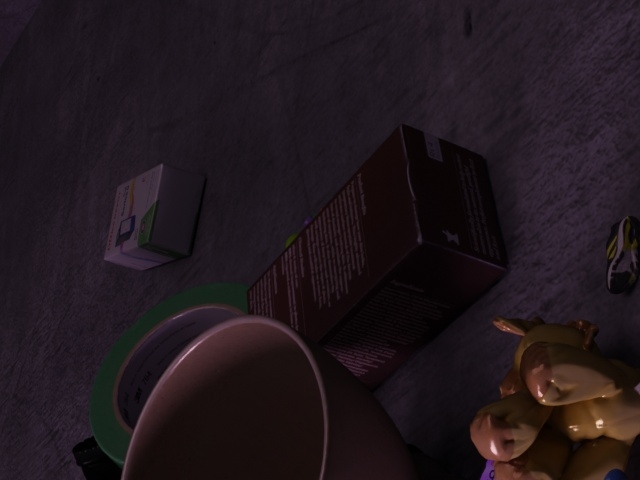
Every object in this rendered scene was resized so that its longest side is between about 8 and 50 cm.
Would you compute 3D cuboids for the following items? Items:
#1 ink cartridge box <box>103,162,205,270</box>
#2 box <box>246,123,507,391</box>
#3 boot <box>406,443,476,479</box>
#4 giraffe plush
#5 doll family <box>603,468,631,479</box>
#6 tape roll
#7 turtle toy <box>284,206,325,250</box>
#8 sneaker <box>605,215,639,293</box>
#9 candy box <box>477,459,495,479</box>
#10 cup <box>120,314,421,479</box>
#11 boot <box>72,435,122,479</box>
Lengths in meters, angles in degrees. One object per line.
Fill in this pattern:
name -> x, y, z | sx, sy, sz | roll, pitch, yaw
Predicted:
ink cartridge box -> -0.310, -0.040, 2.450 | 0.212, 0.093, 0.154 | -18, 59, 59
box -> 0.058, 0.051, 1.687 | 0.381, 0.143, 0.191 | -48, 36, 40
boot -> 0.100, 0.361, 1.492 | 0.161, 0.083, 0.246 | 26, 98, 56
giraffe plush -> 0.231, 0.141, 1.275 | 0.210, 0.181, 0.170 | -35, 23, -2
doll family -> 0.359, 0.191, 1.117 | 0.263, 0.118, 0.163 | -54, 21, -6
tape roll -> -0.178, 0.207, 1.910 | 0.321, 0.077, 0.321 | -18, 44, 18
turtle toy -> 0.000, 0.000, 1.893 | 0.130, 0.066, 0.095 | -33, 46, 50
sneaker -> 0.311, 0.017, 1.370 | 0.035, 0.031, 0.083 | 158, 130, -72
candy box -> 0.198, 0.339, 1.331 | 0.165, 0.070, 0.196 | 37, 106, 61
cup -> -0.027, 0.274, 1.442 | 0.331, 0.237, 0.331 | -26, 52, 38
boot -> -0.233, 0.365, 2.025 | 0.094, 0.247, 0.207 | -130, 18, -77
